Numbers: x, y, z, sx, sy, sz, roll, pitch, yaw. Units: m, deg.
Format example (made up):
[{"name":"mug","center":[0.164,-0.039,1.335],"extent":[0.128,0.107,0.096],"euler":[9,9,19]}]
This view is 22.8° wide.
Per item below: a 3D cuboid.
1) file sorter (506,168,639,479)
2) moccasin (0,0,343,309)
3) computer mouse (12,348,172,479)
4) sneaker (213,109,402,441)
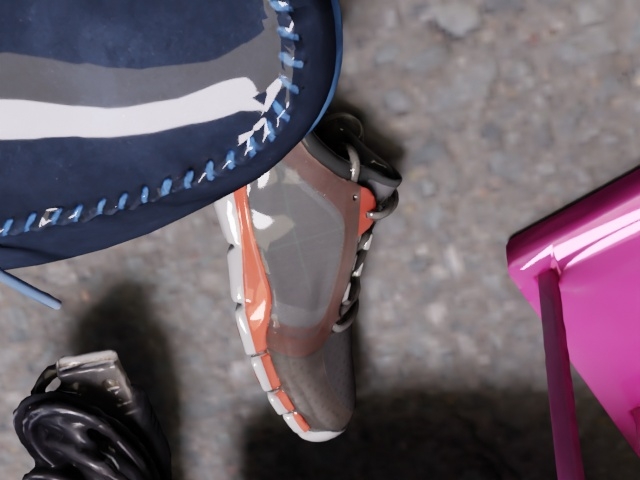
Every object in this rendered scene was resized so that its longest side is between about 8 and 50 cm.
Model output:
[{"name":"file sorter","center":[0.222,0.103,0.510],"extent":[0.202,0.182,0.291],"euler":[-30,111,19]},{"name":"moccasin","center":[-0.165,-0.032,0.490],"extent":[0.342,0.117,0.138],"euler":[-10,96,15]},{"name":"computer mouse","center":[0.027,0.129,0.566],"extent":[0.272,0.072,0.188],"euler":[15,139,30]},{"name":"sneaker","center":[0.000,0.000,0.551],"extent":[0.065,0.061,0.158],"euler":[-12,116,5]}]
